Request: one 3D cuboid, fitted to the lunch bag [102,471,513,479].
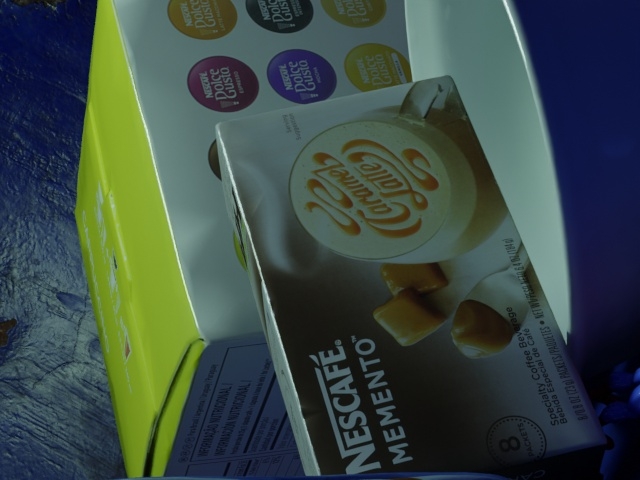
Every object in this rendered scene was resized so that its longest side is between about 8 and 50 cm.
[{"bbox_3d":[-0.021,0.207,0.688,0.303,0.243,0.115,114,156,-53],"label":"lunch bag"}]

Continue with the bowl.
[{"bbox_3d":[0.151,-0.061,0.840,0.298,0.134,0.297,166,90,-84],"label":"bowl"}]

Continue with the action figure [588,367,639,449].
[{"bbox_3d":[0.161,0.068,0.706,0.115,0.030,0.038,119,177,-61],"label":"action figure"}]

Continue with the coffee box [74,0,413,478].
[{"bbox_3d":[0.000,0.000,1.172,0.338,0.334,0.337,111,148,-54],"label":"coffee box"}]

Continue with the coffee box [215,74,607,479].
[{"bbox_3d":[0.040,0.042,0.785,0.098,0.141,0.246,87,169,-54],"label":"coffee box"}]
